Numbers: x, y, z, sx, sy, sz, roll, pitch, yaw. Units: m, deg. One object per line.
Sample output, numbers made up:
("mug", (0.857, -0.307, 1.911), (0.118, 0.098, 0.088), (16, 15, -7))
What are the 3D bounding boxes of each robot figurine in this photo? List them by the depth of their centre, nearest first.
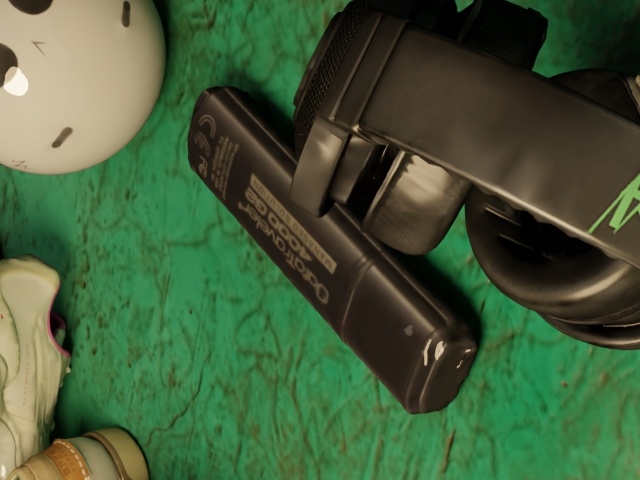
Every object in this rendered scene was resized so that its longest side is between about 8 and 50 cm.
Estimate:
("robot figurine", (-0.235, -0.150, 1.143), (0.278, 0.173, 0.209), (26, 133, 46))

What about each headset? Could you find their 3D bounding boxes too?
("headset", (0.100, -0.065, 0.736), (0.185, 0.243, 0.394), (-64, 27, 2))

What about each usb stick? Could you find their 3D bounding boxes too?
("usb stick", (0.000, 0.000, 0.987), (0.278, 0.045, 0.077), (47, 136, 35))

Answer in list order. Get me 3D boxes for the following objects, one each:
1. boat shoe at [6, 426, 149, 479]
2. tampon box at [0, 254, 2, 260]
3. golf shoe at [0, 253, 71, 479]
("boat shoe", (-0.214, 0.295, 1.248), (0.113, 0.103, 0.302), (25, 115, 46))
("tampon box", (-0.363, 0.046, 1.342), (0.101, 0.161, 0.120), (-14, 87, 50))
("golf shoe", (-0.250, 0.139, 1.274), (0.115, 0.140, 0.306), (29, 142, 24))
